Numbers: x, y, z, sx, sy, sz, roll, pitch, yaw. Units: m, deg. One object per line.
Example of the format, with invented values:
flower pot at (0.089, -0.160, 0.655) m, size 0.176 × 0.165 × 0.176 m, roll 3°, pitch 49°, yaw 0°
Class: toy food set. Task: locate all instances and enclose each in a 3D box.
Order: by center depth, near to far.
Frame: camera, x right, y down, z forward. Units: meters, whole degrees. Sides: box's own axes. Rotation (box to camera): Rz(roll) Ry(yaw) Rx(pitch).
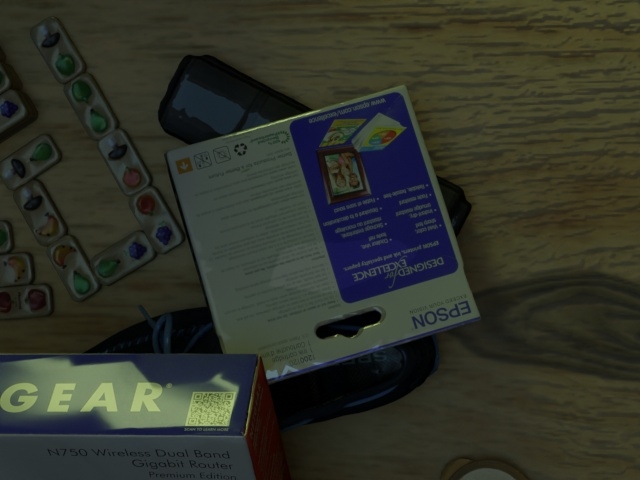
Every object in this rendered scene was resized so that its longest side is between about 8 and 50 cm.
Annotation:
toy food set at (0.141, 0.225, 1.279) m, size 0.083 × 0.020 × 0.082 m, roll 0°, pitch 92°, yaw 9°

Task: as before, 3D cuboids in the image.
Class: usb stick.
usb stick at (-0.008, -0.069, 1.282) m, size 0.278 × 0.045 × 0.077 m, roll 28°, pitch 89°, yaw 7°

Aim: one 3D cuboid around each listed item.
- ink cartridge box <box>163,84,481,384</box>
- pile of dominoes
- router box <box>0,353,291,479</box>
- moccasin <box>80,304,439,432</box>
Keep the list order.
ink cartridge box at (0.000, 0.000, 1.215) m, size 0.206 × 0.045 × 0.208 m, roll -16°, pitch 75°, yaw -4°
pile of dominoes at (-0.264, -0.058, 1.330) m, size 0.196 × 0.040 × 0.251 m, roll -31°, pitch 86°, yaw 9°
router box at (-0.191, 0.218, 1.215) m, size 0.335 × 0.082 × 0.301 m, roll -1°, pitch 134°, yaw 10°
moccasin at (-0.077, 0.104, 1.263) m, size 0.342 × 0.117 × 0.137 m, roll -16°, pitch 89°, yaw 10°
